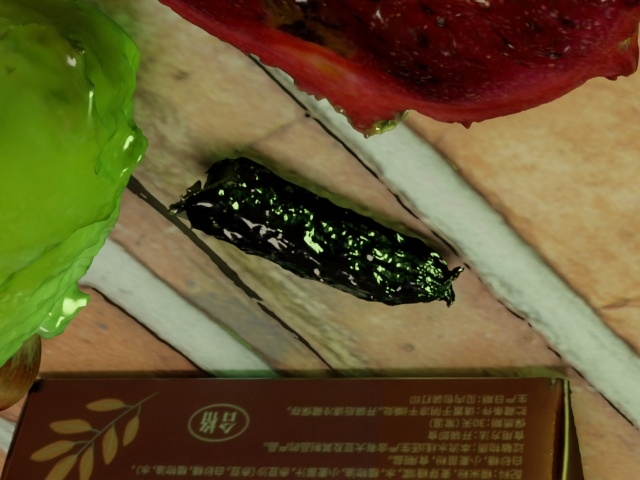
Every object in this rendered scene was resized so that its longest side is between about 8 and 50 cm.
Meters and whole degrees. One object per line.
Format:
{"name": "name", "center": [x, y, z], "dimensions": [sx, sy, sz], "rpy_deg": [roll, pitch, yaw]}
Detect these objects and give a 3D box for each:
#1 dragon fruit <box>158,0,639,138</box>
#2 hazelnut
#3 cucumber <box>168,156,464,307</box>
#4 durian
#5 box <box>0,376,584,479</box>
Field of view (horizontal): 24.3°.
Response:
{"name": "dragon fruit", "center": [0.022, -0.138, 0.641], "dimensions": [0.262, 0.134, 0.211], "rpy_deg": [21, 155, 11]}
{"name": "hazelnut", "center": [-0.228, 0.072, 0.990], "dimensions": [0.086, 0.086, 0.086], "rpy_deg": [6, 142, 5]}
{"name": "cucumber", "center": [0.000, 0.000, 0.865], "dimensions": [0.181, 0.053, 0.053], "rpy_deg": [24, 140, -18]}
{"name": "durian", "center": [-0.239, -0.022, 0.787], "dimensions": [0.255, 0.204, 0.340], "rpy_deg": [-4, 149, -34]}
{"name": "box", "center": [0.007, 0.241, 1.104], "dimensions": [0.385, 0.122, 0.344], "rpy_deg": [-2, 140, 15]}
